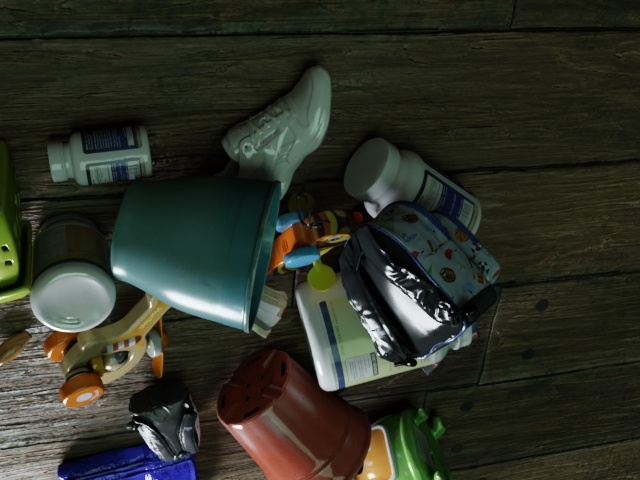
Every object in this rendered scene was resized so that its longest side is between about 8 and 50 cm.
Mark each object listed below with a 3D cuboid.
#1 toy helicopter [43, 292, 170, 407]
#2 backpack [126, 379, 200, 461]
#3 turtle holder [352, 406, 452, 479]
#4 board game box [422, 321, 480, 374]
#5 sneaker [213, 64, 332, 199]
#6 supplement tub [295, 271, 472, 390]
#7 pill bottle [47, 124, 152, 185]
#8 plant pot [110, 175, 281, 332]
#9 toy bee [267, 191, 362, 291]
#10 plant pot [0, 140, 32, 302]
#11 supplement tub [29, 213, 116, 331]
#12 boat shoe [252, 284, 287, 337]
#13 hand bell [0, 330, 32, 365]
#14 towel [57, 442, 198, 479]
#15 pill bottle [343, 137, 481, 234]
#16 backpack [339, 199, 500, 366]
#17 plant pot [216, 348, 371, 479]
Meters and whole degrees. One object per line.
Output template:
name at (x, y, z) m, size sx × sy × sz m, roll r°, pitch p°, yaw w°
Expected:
toy helicopter at (-0.363, 0.183, 1.698) m, size 0.235 × 0.140 × 0.355 m, roll 9°, pitch 134°, yaw -50°
backpack at (-0.326, 0.394, 1.874) m, size 0.151 × 0.115 × 0.182 m, roll -12°, pitch 128°, yaw 3°
turtle holder at (0.207, 0.548, 2.117) m, size 0.227 × 0.243 × 0.320 m, roll -23°, pitch 169°, yaw 15°
board game box at (0.263, 0.212, 1.988) m, size 0.194 × 0.060 × 0.194 m, roll -22°, pitch 128°, yaw -4°
sneaker at (-0.086, -0.189, 1.560) m, size 0.152 × 0.114 × 0.305 m, roll 20°, pitch 115°, yaw -30°
supplement tub at (0.128, 0.163, 1.786) m, size 0.324 × 0.235 × 0.235 m, roll -14°, pitch 126°, yaw -4°
pill bottle at (-0.384, -0.146, 1.499) m, size 0.169 × 0.094 × 0.094 m, roll -8°, pitch 125°, yaw -14°
plant pot at (-0.220, 0.003, 1.508) m, size 0.255 × 0.272 × 0.272 m, roll 12°, pitch 121°, yaw 1°
toy bee at (0.000, 0.000, 1.651) m, size 0.162 × 0.298 × 0.195 m, roll -8°, pitch 93°, yaw -23°
plant pot at (-0.607, -0.005, 1.443) m, size 0.228 × 0.227 × 0.207 m, roll -14°, pitch 131°, yaw -7°
supplement tub at (-0.448, 0.054, 1.547) m, size 0.144 × 0.200 × 0.144 m, roll -9°, pitch 125°, yaw -13°
boat shoe at (-0.190, 0.073, 1.718) m, size 0.302 × 0.113 × 0.103 m, roll 42°, pitch 81°, yaw -32°
hand bell at (-0.669, 0.263, 1.689) m, size 0.242 × 0.126 × 0.126 m, roll -39°, pitch 127°, yaw -5°
towel at (-0.435, 0.573, 1.981) m, size 0.308 × 0.076 × 0.228 m, roll -10°, pitch 125°, yaw -12°
pill bottle at (0.181, -0.087, 1.699) m, size 0.264 × 0.153 × 0.153 m, roll 30°, pitch 109°, yaw -32°
backpack at (0.173, 0.057, 1.561) m, size 0.213 × 0.263 × 0.276 m, roll -42°, pitch 176°, yaw -36°
plant pot at (-0.071, 0.395, 1.888) m, size 0.272 × 0.272 × 0.265 m, roll -36°, pitch 118°, yaw 7°
